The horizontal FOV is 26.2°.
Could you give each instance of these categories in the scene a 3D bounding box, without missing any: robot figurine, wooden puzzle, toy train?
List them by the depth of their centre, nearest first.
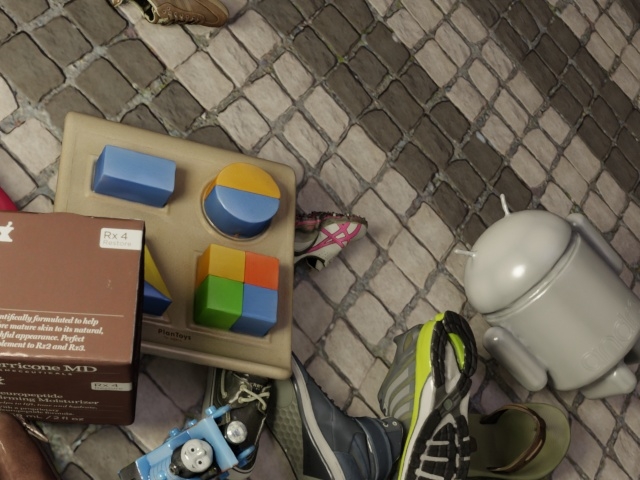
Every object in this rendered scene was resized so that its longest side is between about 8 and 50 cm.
[{"bbox_3d":[-0.151,0.252,1.565,0.105,0.184,0.080,-29,86,-38],"label":"toy train"},{"bbox_3d":[-0.175,-0.008,1.735,0.322,0.080,0.347,13,53,-20],"label":"wooden puzzle"},{"bbox_3d":[0.365,0.093,2.146,0.353,0.200,0.300,45,58,-11],"label":"robot figurine"}]

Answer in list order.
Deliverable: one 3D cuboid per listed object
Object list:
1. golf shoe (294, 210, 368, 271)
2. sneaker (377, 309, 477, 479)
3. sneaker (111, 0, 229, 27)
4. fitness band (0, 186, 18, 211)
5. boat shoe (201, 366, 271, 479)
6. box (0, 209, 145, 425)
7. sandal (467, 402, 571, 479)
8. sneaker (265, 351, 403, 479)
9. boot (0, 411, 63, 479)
[{"bbox_3d":[0.000,0.000,1.975,0.186,0.068,0.085,-5,100,-50],"label":"golf shoe"},{"bbox_3d":[0.137,0.249,1.896,0.111,0.121,0.299,28,62,-30],"label":"sneaker"},{"bbox_3d":[-0.222,-0.336,1.989,0.188,0.066,0.071,20,68,-27],"label":"sneaker"},{"bbox_3d":[-0.439,-0.062,1.502,0.209,0.054,0.291,44,8,10],"label":"fitness band"},{"bbox_3d":[-0.102,0.192,1.732,0.078,0.070,0.219,19,52,-35],"label":"boat shoe"},{"bbox_3d":[-0.278,0.087,1.483,0.169,0.203,0.167,4,64,-5],"label":"box"},{"bbox_3d":[0.274,0.293,2.013,0.303,0.086,0.120,1,64,-43],"label":"sandal"},{"bbox_3d":[0.014,0.229,1.806,0.163,0.086,0.226,-12,73,-46],"label":"sneaker"},{"bbox_3d":[-0.303,0.274,1.403,0.206,0.090,0.248,60,-2,11],"label":"boot"}]
